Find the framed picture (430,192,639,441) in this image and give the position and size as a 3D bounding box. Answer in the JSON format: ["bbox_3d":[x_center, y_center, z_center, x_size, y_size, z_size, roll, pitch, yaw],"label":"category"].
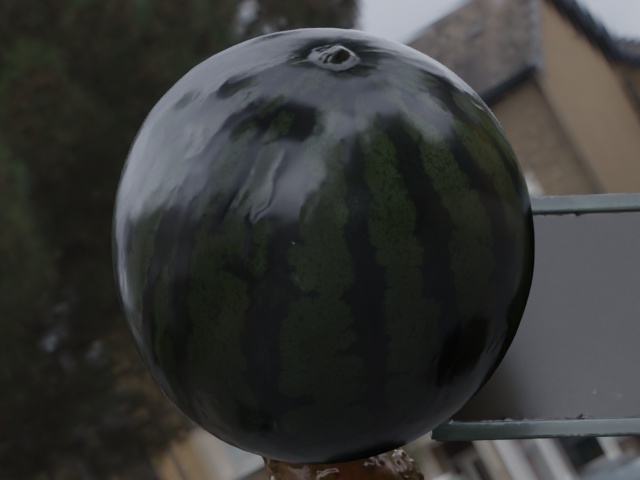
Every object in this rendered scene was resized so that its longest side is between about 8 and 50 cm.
[{"bbox_3d":[0.149,0.040,1.084,0.183,0.142,0.011,-2,-24,5],"label":"framed picture"}]

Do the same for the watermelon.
[{"bbox_3d":[0.000,0.000,0.960,0.212,0.212,0.212,-27,-9,-5],"label":"watermelon"}]

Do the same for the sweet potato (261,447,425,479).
[{"bbox_3d":[0.036,0.192,1.168,0.095,0.354,0.106,-22,7,12],"label":"sweet potato"}]
